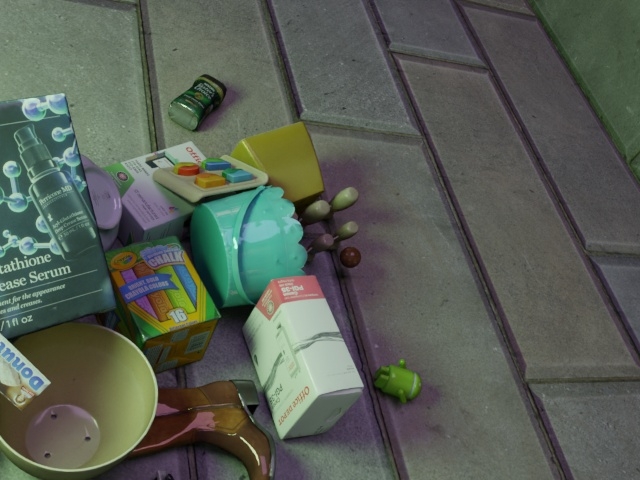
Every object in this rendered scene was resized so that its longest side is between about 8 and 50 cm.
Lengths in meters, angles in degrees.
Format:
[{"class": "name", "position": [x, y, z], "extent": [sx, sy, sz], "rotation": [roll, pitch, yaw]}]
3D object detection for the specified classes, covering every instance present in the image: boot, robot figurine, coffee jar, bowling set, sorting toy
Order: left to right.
[{"class": "boot", "position": [-0.240, 0.388, 1.469], "extent": [0.280, 0.096, 0.264], "rotation": [0, 53, -26]}, {"class": "coffee jar", "position": [-0.340, -0.390, 2.104], "extent": [0.096, 0.079, 0.184], "rotation": [30, 45, 0]}, {"class": "sorting toy", "position": [-0.255, -0.153, 1.747], "extent": [0.208, 0.038, 0.193], "rotation": [-20, 34, -37]}, {"class": "bowling set", "position": [0.000, 0.000, 1.918], "extent": [0.287, 0.154, 0.199], "rotation": [-19, 81, -39]}, {"class": "robot figurine", "position": [0.185, 0.330, 1.751], "extent": [0.115, 0.067, 0.101], "rotation": [20, 40, -10]}]

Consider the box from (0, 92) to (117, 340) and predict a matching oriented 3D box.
[{"class": "box", "position": [-0.569, -0.034, 1.322], "extent": [0.294, 0.212, 0.395], "rotation": [-17, 101, -32]}]

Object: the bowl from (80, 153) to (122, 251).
[{"class": "bowl", "position": [-0.516, -0.073, 1.589], "extent": [0.298, 0.134, 0.297], "rotation": [49, 33, -48]}]

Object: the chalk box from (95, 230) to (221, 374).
[{"class": "chalk box", "position": [-0.367, 0.116, 1.584], "extent": [0.179, 0.180, 0.289], "rotation": [-15, 59, -36]}]

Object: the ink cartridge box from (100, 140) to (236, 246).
[{"class": "ink cartridge box", "position": [-0.374, -0.105, 1.812], "extent": [0.278, 0.117, 0.201], "rotation": [-26, 67, -41]}]

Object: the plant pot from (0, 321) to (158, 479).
[{"class": "plant pot", "position": [-0.453, 0.317, 1.356], "extent": [0.284, 0.191, 0.284], "rotation": [14, 47, -15]}]

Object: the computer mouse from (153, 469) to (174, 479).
[{"class": "computer mouse", "position": [-0.363, 0.509, 1.319], "extent": [0.272, 0.072, 0.188], "rotation": [-2, 54, -28]}]

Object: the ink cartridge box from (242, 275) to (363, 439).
[{"class": "ink cartridge box", "position": [-0.045, 0.248, 1.604], "extent": [0.117, 0.207, 0.283], "rotation": [-2, 53, -32]}]

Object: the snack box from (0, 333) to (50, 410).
[{"class": "snack box", "position": [-0.522, 0.191, 1.213], "extent": [0.064, 0.022, 0.178], "rotation": [-48, 111, -26]}]

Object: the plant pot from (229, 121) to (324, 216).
[{"class": "plant pot", "position": [-0.115, -0.151, 1.935], "extent": [0.212, 0.212, 0.187], "rotation": [-25, 77, -39]}]

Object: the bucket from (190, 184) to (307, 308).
[{"class": "bucket", "position": [-0.169, 0.021, 1.709], "extent": [0.183, 0.281, 0.281], "rotation": [-11, 58, -27]}]
